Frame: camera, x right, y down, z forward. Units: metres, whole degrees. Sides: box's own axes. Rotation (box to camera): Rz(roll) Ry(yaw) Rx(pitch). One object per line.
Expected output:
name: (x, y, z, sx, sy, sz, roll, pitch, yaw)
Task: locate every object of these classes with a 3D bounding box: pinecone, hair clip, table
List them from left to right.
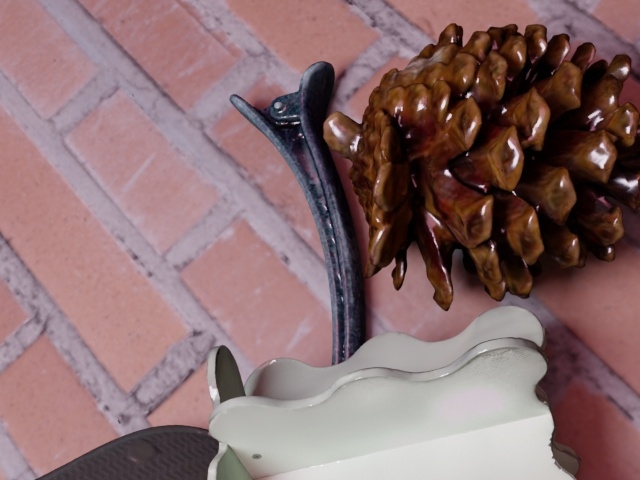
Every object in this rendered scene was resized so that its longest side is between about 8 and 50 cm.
hair clip: (0.000, 0.000, 0.877, 0.083, 0.048, 0.275, -18, 64, 8)
table: (0.048, 0.121, 0.735, 0.198, 0.166, 0.167, -14, 64, 11)
pinecone: (0.116, -0.052, 0.781, 0.212, 0.169, 0.186, -11, 50, 14)

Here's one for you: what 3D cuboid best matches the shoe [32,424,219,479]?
shoe: (-0.147, 0.206, 0.817, 0.241, 0.093, 0.108, -16, 49, -22)
